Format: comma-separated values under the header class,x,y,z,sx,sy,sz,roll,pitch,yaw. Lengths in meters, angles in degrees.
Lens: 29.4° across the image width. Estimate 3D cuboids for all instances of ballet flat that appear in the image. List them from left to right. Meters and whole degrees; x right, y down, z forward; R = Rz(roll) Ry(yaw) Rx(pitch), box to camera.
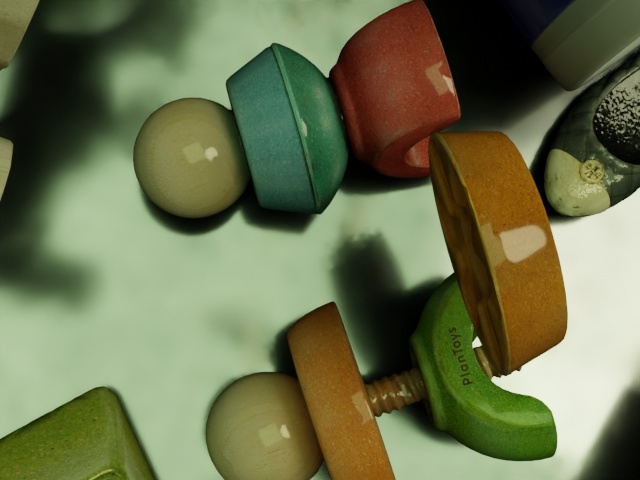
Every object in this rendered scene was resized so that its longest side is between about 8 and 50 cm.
class,x,y,z,sx,sy,sz,roll,pitch,yaw
ballet flat,0.183,-0.079,0.651,0.173,0.049,0.057,-44,90,-9

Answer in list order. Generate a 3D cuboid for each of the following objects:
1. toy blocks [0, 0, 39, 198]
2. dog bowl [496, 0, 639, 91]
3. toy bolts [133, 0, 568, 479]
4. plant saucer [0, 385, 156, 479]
class,x,y,z,sx,sy,sz,roll,pitch,yaw
toy blocks,-0.232,-0.149,0.461,0.260,0.309,0.289,20,81,-22
dog bowl,0.189,-0.188,0.556,0.265,0.265,0.104,-37,87,-9
toy bolts,0.000,0.000,0.559,0.158,0.218,0.229,-16,68,-2
plant saucer,-0.124,0.187,0.540,0.188,0.045,0.188,-28,96,-33
